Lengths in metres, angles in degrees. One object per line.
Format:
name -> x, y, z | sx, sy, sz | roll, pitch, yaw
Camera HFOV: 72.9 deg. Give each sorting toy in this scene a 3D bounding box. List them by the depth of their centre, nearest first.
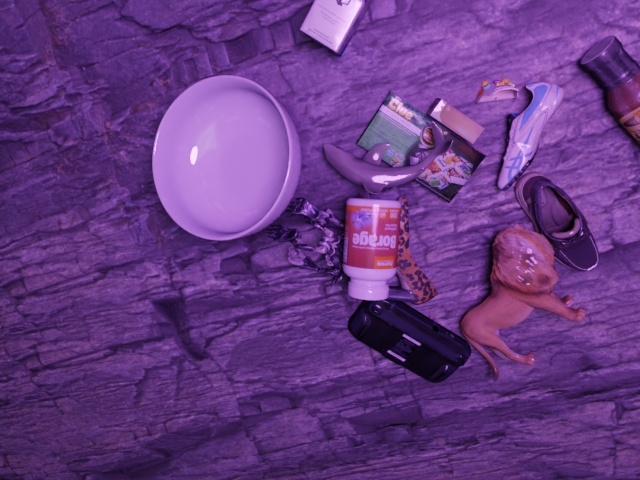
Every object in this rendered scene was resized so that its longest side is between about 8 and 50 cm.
sorting toy -> 0.376, -0.312, 0.904 | 0.084, 0.075, 0.044 | -5, 110, 6

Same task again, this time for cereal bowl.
cereal bowl -> -0.188, -0.168, 0.944 | 0.340, 0.141, 0.338 | 0, 90, 19

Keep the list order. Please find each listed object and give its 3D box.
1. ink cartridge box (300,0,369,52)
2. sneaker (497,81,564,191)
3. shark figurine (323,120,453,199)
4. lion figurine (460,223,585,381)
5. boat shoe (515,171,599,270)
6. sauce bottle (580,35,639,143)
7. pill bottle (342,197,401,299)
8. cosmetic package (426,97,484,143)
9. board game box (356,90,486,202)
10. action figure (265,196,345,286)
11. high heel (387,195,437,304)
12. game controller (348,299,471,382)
ink cartridge box -> 0.053, -0.471, 0.831 | 0.086, 0.148, 0.203 | 30, 109, -5
sneaker -> 0.436, -0.223, 0.939 | 0.086, 0.085, 0.237 | 27, 117, 22
shark figurine -> 0.150, -0.144, 0.942 | 0.279, 0.116, 0.166 | -5, 123, 20
lion figurine -> 0.448, 0.164, 1.050 | 0.240, 0.142, 0.391 | 29, 115, 1
boat shoe -> 0.551, -0.030, 0.988 | 0.103, 0.092, 0.285 | -34, 105, 16
sauce bottle -> 0.670, -0.267, 0.881 | 0.344, 0.111, 0.111 | 39, 109, -9
pill bottle -> 0.111, 0.016, 0.953 | 0.122, 0.121, 0.215 | 3, 97, 4
cosmetic package -> 0.291, -0.260, 0.940 | 0.115, 0.060, 0.041 | 31, 110, -9
board game box -> 0.227, -0.208, 0.982 | 0.260, 0.030, 0.136 | 32, 112, -8
action figure -> 0.000, 0.000, 1.023 | 0.164, 0.141, 0.276 | -58, 139, -6
high heel -> 0.227, 0.029, 1.060 | 0.187, 0.093, 0.260 | 8, 103, -19
game controller -> 0.234, 0.263, 1.151 | 0.319, 0.067, 0.166 | 32, 125, -6
